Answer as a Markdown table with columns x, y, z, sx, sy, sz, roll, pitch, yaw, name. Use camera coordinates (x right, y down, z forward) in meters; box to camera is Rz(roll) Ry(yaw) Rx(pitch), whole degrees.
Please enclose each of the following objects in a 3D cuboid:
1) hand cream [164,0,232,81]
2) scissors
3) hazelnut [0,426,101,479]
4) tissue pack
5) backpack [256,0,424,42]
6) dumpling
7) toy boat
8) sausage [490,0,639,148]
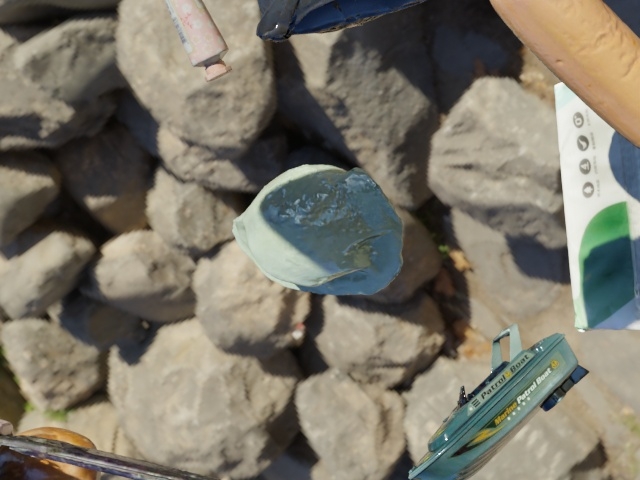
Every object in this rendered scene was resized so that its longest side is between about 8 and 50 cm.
| x | y | z | sx | sy | sz | roll | pitch | yaw | name |
| --- | --- | --- | --- | --- | --- | --- | --- | --- | --- |
| -0.153 | -0.269 | 1.148 | 0.067 | 0.043 | 0.210 | -129 | 13 | -83 | hand cream |
| -0.192 | 0.118 | 0.641 | 0.317 | 0.024 | 0.160 | 12 | 177 | 5 | scissors |
| -0.358 | 0.315 | 1.392 | 0.150 | 0.150 | 0.150 | 38 | 153 | 24 | hazelnut |
| 0.481 | -0.055 | 1.484 | 0.194 | 0.266 | 0.356 | -9 | 86 | 60 | tissue pack |
| 0.026 | -0.217 | 0.791 | 0.165 | 0.106 | 0.120 | -6 | 116 | 14 | backpack |
| -0.011 | -0.002 | 1.129 | 0.219 | 0.108 | 0.153 | -19 | 88 | 46 | dumpling |
| 0.188 | 0.188 | 1.222 | 0.103 | 0.246 | 0.093 | 49 | 161 | 6 | toy boat |
| 0.276 | -0.188 | 1.090 | 0.289 | 0.086 | 0.086 | 37 | 159 | -19 | sausage |
